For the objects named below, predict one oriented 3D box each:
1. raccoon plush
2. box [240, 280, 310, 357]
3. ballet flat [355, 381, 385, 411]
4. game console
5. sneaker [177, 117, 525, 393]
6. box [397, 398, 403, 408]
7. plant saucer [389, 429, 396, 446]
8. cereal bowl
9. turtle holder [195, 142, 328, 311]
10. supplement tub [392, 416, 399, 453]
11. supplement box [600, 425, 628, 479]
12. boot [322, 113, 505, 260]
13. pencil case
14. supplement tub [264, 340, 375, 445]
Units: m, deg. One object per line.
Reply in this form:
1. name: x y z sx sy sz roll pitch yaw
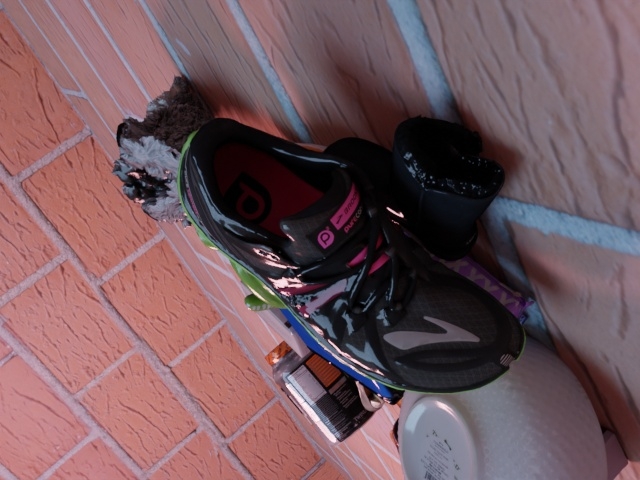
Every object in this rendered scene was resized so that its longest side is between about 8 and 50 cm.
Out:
1. raccoon plush: -0.185 -0.182 1.362 0.446 0.299 0.216 11 132 14
2. box: -0.039 0.114 1.470 0.182 0.181 0.119 41 160 30
3. ballet flat: 0.137 0.389 1.792 0.068 0.072 0.213 26 150 45
4. game console: 0.085 0.157 1.250 0.293 0.173 0.250 20 148 57
5. sneaker: 0.023 0.024 0.820 0.483 0.185 0.202 32 165 4
6. box: 0.206 0.308 1.466 0.201 0.057 0.293 51 163 -6
7. plant saucer: 0.275 0.600 1.937 0.200 0.037 0.200 44 161 19
8. cereal bowl: 0.216 0.293 0.968 0.339 0.141 0.339 -11 77 58
9. turtle holder: -0.010 0.002 1.067 0.227 0.243 0.320 -13 106 30
10. supplement tub: 0.243 0.513 1.721 0.106 0.106 0.198 37 158 38
11. supplement box: 0.322 0.311 1.059 0.073 0.130 0.239 57 162 -26
12. boot: 0.100 -0.091 0.837 0.246 0.094 0.207 37 163 18
13. pencil case: 0.187 0.052 0.947 0.206 0.086 0.088 42 126 20
14. supplement tub: 0.000 0.400 1.949 0.316 0.193 0.193 50 163 4
